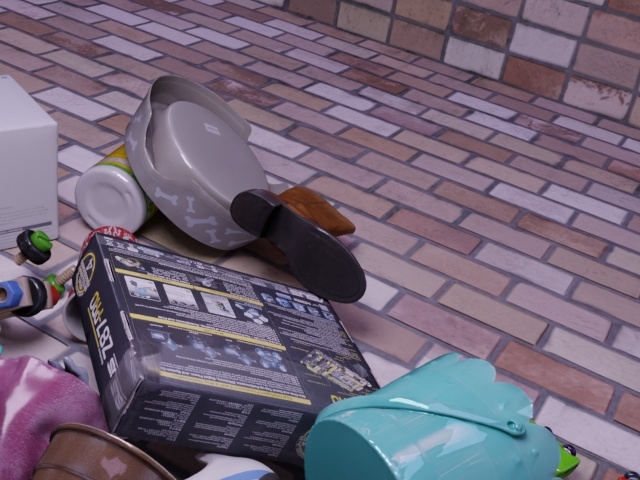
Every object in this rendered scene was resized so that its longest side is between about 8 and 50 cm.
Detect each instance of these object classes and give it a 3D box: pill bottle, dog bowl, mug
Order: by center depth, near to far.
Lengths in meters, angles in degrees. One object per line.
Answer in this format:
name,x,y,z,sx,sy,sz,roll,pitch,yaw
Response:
mug,-0.321,0.075,1.313,0.113,0.150,0.169,-21,36,7
dog bowl,-0.206,-0.134,1.543,0.348,0.102,0.349,42,25,-24
pill bottle,-0.338,-0.117,1.591,0.136,0.136,0.246,17,31,10

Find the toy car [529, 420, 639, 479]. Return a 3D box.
toy car,0.345,0.330,1.142,0.239,0.053,0.225,-13,37,-36

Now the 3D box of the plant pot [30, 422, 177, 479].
plant pot,-0.221,0.281,0.759,0.166,0.167,0.165,21,49,16

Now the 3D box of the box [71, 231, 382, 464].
box,-0.111,0.148,1.135,0.394,0.097,0.318,18,21,-34

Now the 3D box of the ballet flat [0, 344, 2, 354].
ballet flat,-0.490,0.120,0.931,0.400,0.139,0.139,-19,8,40

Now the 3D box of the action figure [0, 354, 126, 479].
action figure,-0.365,0.304,0.894,0.275,0.248,0.370,43,27,-35

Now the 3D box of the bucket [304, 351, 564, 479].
bucket,0.118,0.279,0.951,0.183,0.281,0.281,-16,39,-30

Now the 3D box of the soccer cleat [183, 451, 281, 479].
soccer cleat,-0.166,0.349,0.890,0.143,0.116,0.331,13,32,27

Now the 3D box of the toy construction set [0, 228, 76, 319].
toy construction set,-0.533,0.065,1.185,0.237,0.257,0.309,-36,15,5

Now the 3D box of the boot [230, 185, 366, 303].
boot,0.000,0.000,1.448,0.264,0.096,0.280,30,13,15

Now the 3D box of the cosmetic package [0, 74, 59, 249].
cosmetic package,-0.558,-0.138,1.468,0.138,0.225,0.224,-13,37,-36
